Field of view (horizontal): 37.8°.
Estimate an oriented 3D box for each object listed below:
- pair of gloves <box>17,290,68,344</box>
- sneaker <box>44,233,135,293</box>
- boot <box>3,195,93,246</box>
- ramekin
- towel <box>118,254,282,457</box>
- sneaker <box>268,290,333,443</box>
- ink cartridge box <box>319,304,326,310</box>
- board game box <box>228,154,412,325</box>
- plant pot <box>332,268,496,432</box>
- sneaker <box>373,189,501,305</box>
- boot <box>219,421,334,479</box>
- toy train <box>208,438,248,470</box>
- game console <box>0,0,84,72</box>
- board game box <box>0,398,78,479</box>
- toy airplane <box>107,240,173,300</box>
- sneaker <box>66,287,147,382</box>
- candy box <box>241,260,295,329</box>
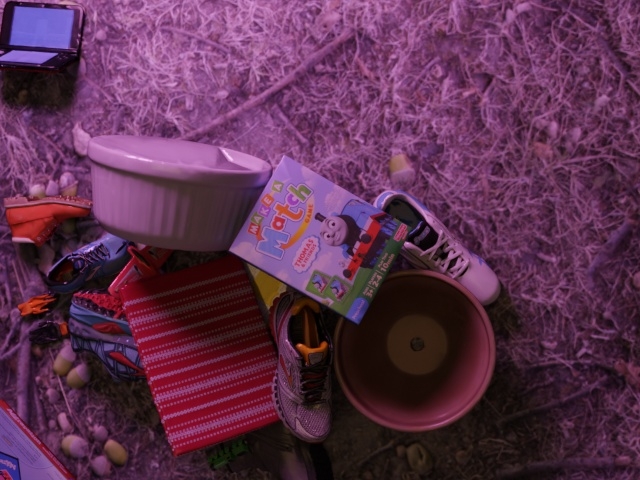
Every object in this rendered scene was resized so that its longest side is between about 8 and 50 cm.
[{"bbox_3d":[-0.456,0.129,1.548,0.074,0.010,0.083,-20,89,7],"label":"pair of gloves"},{"bbox_3d":[-0.371,0.038,1.502,0.162,0.073,0.063,-32,84,3],"label":"sneaker"},{"bbox_3d":[-0.440,-0.033,1.527,0.158,0.059,0.084,-3,92,18],"label":"boot"},{"bbox_3d":[-0.212,-0.071,1.390,0.273,0.273,0.127,11,102,9],"label":"ramekin"},{"bbox_3d":[-0.171,0.165,1.405,0.199,0.031,0.275,-16,76,-19],"label":"towel"},{"bbox_3d":[-0.025,0.185,1.362,0.088,0.093,0.225,-10,88,-22],"label":"sneaker"},{"bbox_3d":[0.033,0.020,1.411,0.143,0.090,0.092,-33,105,0],"label":"ink cartridge box"},{"bbox_3d":[0.000,0.000,1.331,0.211,0.039,0.160,29,84,0],"label":"board game box"},{"bbox_3d":[0.143,0.160,1.397,0.237,0.110,0.237,0,89,10],"label":"plant pot"},{"bbox_3d":[0.171,0.015,1.407,0.237,0.086,0.085,41,94,6],"label":"sneaker"},{"bbox_3d":[-0.071,0.349,1.458,0.161,0.083,0.246,-9,86,20],"label":"boot"},{"bbox_3d":[-0.142,0.332,1.441,0.083,0.017,0.023,-35,49,27],"label":"toy train"},{"bbox_3d":[-0.471,-0.332,1.522,0.144,0.124,0.085,6,117,10],"label":"game console"},{"bbox_3d":[-0.481,0.413,1.540,0.281,0.027,0.145,45,95,7],"label":"board game box"},{"bbox_3d":[-0.260,0.053,1.491,0.151,0.028,0.151,4,75,-14],"label":"toy airplane"},{"bbox_3d":[-0.282,0.175,1.489,0.262,0.104,0.125,24,113,11],"label":"sneaker"},{"bbox_3d":[-0.082,0.052,1.477,0.105,0.027,0.206,36,95,8],"label":"candy box"}]
